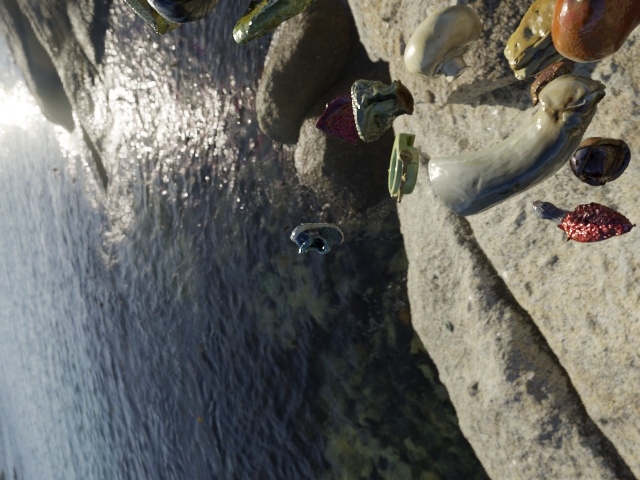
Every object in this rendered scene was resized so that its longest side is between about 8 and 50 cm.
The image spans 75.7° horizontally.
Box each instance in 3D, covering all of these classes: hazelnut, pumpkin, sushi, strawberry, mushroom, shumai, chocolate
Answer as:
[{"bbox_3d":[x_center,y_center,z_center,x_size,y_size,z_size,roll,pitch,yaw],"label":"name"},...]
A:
[{"bbox_3d":[1.010,-0.293,1.491,0.201,0.161,0.170,-2,137,12],"label":"hazelnut"},{"bbox_3d":[-0.330,-0.640,0.992,0.162,0.220,0.221,38,127,11],"label":"pumpkin"},{"bbox_3d":[0.537,-0.366,0.958,0.060,0.061,0.118,-99,26,-52],"label":"sushi"},{"bbox_3d":[0.959,-0.061,1.448,0.174,0.228,0.098,-38,102,7],"label":"strawberry"},{"bbox_3d":[0.384,-0.593,1.281,0.246,0.246,0.202,-33,80,46],"label":"mushroom"},{"bbox_3d":[0.229,-0.500,1.533,0.261,0.221,0.225,-91,-14,-58],"label":"shumai"},{"bbox_3d":[0.916,-0.105,1.620,0.167,0.072,0.072,28,119,22],"label":"chocolate"},{"bbox_3d":[0.419,-0.186,0.891,0.177,0.126,0.397,51,143,-5],"label":"mushroom"}]

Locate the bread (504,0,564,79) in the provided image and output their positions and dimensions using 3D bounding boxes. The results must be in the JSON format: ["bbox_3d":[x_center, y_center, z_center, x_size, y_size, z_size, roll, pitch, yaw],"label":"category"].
[{"bbox_3d":[0.808,-0.751,1.401,0.370,0.314,0.191,-26,123,36],"label":"bread"}]

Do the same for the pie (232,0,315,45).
[{"bbox_3d":[-0.084,-0.528,0.904,0.277,0.078,0.277,-28,41,27],"label":"pie"}]

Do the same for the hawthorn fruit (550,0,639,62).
[{"bbox_3d":[0.613,-0.521,0.922,0.199,0.251,0.200,2,93,41],"label":"hawthorn fruit"}]

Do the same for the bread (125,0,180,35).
[{"bbox_3d":[-0.476,-0.719,1.135,0.132,0.174,0.252,20,156,19],"label":"bread"}]

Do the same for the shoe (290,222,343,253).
[{"bbox_3d":[0.000,0.000,0.980,0.064,0.142,0.071,-51,51,37],"label":"shoe"}]

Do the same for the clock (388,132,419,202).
[{"bbox_3d":[0.354,-0.295,1.752,0.308,0.096,0.235,-82,-2,-47],"label":"clock"}]

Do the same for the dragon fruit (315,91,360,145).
[{"bbox_3d":[0.182,-0.653,2.197,0.330,0.302,0.240,-43,79,23],"label":"dragon fruit"}]
